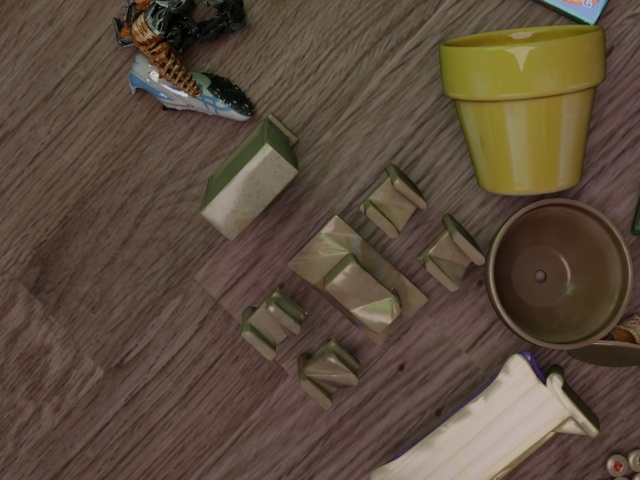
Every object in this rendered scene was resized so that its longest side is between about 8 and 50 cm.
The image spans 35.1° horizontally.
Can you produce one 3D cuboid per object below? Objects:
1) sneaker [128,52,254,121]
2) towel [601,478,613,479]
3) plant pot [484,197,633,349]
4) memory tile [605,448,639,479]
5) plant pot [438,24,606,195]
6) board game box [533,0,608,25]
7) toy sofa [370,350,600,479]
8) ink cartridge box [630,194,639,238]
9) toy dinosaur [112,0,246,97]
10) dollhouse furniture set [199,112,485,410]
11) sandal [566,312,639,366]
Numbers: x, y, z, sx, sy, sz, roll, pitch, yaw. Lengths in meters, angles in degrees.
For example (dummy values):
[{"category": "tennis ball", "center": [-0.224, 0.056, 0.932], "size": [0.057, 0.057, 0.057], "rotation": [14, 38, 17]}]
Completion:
[{"category": "sneaker", "center": [-0.227, -0.257, 1.782], "size": [0.237, 0.085, 0.086], "rotation": [23, 119, 10]}, {"category": "towel", "center": [0.438, 0.462, 1.680], "size": [0.148, 0.027, 0.110], "rotation": [-15, 89, 12]}, {"category": "plant pot", "center": [0.369, 0.056, 1.624], "size": [0.237, 0.110, 0.237], "rotation": [1, 84, -8]}, {"category": "memory tile", "center": [0.531, 0.414, 1.651], "size": [0.113, 0.012, 0.148], "rotation": [-11, 89, -4]}, {"category": "plant pot", "center": [0.321, -0.205, 1.590], "size": [0.254, 0.254, 0.239], "rotation": [-3, 107, 12]}, {"category": "board game box", "center": [0.426, -0.473, 1.646], "size": [0.160, 0.047, 0.210], "rotation": [30, 97, 10]}, {"category": "toy sofa", "center": [0.266, 0.342, 1.652], "size": [0.362, 0.150, 0.177], "rotation": [-43, 78, 10]}, {"category": "ink cartridge box", "center": [0.645, -0.066, 1.589], "size": [0.255, 0.097, 0.189], "rotation": [14, 94, 1]}, {"category": "toy dinosaur", "center": [-0.250, -0.374, 1.736], "size": [0.218, 0.164, 0.322], "rotation": [-29, 80, 13]}, {"category": "dollhouse furniture set", "center": [0.000, 0.000, 1.702], "size": [0.394, 0.256, 0.362], "rotation": [42, 101, -13]}, {"category": "sandal", "center": [0.521, 0.158, 1.643], "size": [0.240, 0.088, 0.079], "rotation": [6, 61, 5]}]
